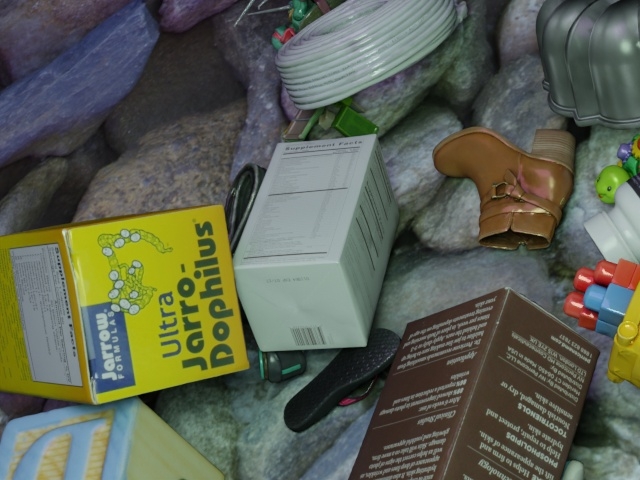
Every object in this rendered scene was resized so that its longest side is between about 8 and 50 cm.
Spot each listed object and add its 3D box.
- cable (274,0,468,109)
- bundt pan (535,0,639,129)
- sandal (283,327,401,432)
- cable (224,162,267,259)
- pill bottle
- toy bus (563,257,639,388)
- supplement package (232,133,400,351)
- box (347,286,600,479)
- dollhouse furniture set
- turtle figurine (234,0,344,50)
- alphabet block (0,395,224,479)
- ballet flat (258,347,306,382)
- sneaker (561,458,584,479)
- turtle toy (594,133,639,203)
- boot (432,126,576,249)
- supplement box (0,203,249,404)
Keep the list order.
[{"bbox_3d":[0.060,-0.269,1.955,0.257,0.089,0.257,-22,18,21],"label":"cable"},{"bbox_3d":[0.398,-0.270,1.691,0.331,0.124,0.331,-20,30,12],"label":"bundt pan"},{"bbox_3d":[0.031,0.166,1.711,0.179,0.040,0.067,-41,34,21],"label":"sandal"},{"bbox_3d":[-0.138,0.040,1.836,0.287,0.072,0.139,-68,24,11],"label":"cable"},{"bbox_3d":[0.386,-0.037,1.573,0.193,0.108,0.108,-32,42,8],"label":"pill bottle"},{"bbox_3d":[0.358,0.053,1.435,0.211,0.149,0.220,23,66,18],"label":"toy bus"},{"bbox_3d":[0.000,0.000,1.747,0.139,0.134,0.244,-4,39,19],"label":"supplement package"},{"bbox_3d":[0.125,0.252,1.441,0.191,0.143,0.381,-26,34,57],"label":"box"},{"bbox_3d":[0.016,-0.158,2.007,0.152,0.058,0.076,5,64,61],"label":"dollhouse furniture set"},{"bbox_3d":[-0.014,-0.349,2.125,0.234,0.175,0.118,-41,82,-6],"label":"turtle figurine"},{"bbox_3d":[-0.247,0.313,1.658,0.193,0.197,0.192,-13,47,26],"label":"alphabet block"},{"bbox_3d":[-0.055,0.100,1.809,0.074,0.074,0.203,-31,36,10],"label":"ballet flat"},{"bbox_3d":[0.250,0.304,1.418,0.083,0.071,0.190,4,57,18],"label":"sneaker"},{"bbox_3d":[0.370,-0.084,1.656,0.130,0.066,0.095,-40,42,-1],"label":"turtle toy"},{"bbox_3d":[0.206,-0.058,1.750,0.197,0.073,0.152,-4,56,36],"label":"boot"},{"bbox_3d":[-0.261,0.073,1.722,0.195,0.194,0.356,-11,4,-31],"label":"supplement box"}]
